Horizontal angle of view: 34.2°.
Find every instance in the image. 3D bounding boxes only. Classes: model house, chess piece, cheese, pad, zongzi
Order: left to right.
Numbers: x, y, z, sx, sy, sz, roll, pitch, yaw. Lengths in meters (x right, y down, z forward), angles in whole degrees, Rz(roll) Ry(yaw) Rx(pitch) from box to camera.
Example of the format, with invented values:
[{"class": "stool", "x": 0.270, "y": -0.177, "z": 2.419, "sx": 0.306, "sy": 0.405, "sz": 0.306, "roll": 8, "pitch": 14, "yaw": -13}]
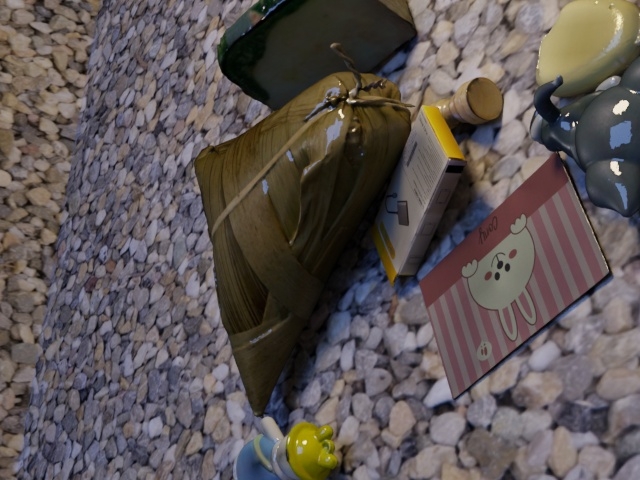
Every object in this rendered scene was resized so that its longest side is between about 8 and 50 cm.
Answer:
[{"class": "model house", "x": -0.018, "y": -0.407, "z": 1.772, "sx": 0.298, "sy": 0.243, "sz": 0.284, "roll": -32, "pitch": 45, "yaw": 32}, {"class": "zongzi", "x": 0.018, "y": 0.001, "z": 1.595, "sx": 0.500, "sy": 0.218, "sz": 0.467, "roll": -27, "pitch": 71, "yaw": 49}, {"class": "chess piece", "x": 0.197, "y": -0.189, "z": 1.494, "sx": 0.122, "sy": 0.066, "sz": 0.066, "roll": -15, "pitch": 64, "yaw": 57}, {"class": "pad", "x": 0.240, "y": 0.049, "z": 1.365, "sx": 0.300, "sy": 0.005, "sz": 0.202, "roll": -47, "pitch": 41, "yaw": 37}, {"class": "cheese", "x": 0.373, "y": -0.254, "z": 1.268, "sx": 0.255, "sy": 0.050, "sz": 0.127, "roll": -9, "pitch": 67, "yaw": 54}]

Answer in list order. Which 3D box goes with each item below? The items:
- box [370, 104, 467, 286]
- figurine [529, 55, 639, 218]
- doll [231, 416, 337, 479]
[{"class": "box", "x": 0.138, "y": -0.061, "z": 1.509, "sx": 0.129, "sy": 0.033, "sz": 0.247, "roll": -109, "pitch": 29, "yaw": -43}, {"class": "figurine", "x": 0.332, "y": -0.140, "z": 1.193, "sx": 0.265, "sy": 0.140, "sz": 0.193, "roll": 38, "pitch": 102, "yaw": 52}, {"class": "doll", "x": -0.056, "y": 0.344, "z": 1.608, "sx": 0.241, "sy": 0.098, "sz": 0.135, "roll": -30, "pitch": 29, "yaw": 46}]
